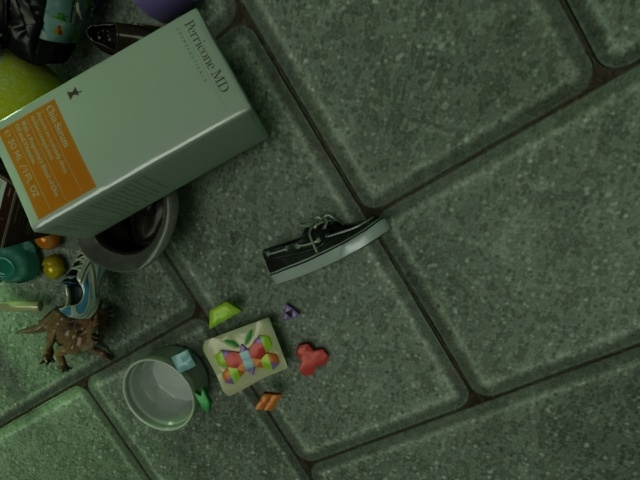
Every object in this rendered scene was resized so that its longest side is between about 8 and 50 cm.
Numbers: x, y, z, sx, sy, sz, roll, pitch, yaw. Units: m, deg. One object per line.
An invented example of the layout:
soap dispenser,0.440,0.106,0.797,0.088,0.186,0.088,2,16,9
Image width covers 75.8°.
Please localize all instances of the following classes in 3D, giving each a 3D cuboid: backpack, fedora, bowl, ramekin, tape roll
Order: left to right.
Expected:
bowl,-0.708,-0.323,0.870,0.289,0.290,0.156,11,145,11
backpack,-0.572,-0.591,0.823,0.290,0.273,0.356,36,129,6
fedora,-0.425,-0.069,0.963,0.243,0.124,0.276,9,93,9
tape roll,-0.328,-0.530,0.790,0.080,0.189,0.189,-26,96,18
ramekin,-0.398,0.378,1.083,0.207,0.109,0.207,3,104,13

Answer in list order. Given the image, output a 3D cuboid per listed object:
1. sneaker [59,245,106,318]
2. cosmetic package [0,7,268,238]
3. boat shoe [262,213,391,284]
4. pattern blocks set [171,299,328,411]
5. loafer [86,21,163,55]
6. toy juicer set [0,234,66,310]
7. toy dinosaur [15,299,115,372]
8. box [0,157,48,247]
sneaker,-0.586,0.074,1.022,0.085,0.086,0.238,-12,66,18
cosmetic package,-0.362,-0.212,0.812,0.453,0.161,0.230,-30,83,1
boat shoe,0.002,-0.001,0.887,0.306,0.113,0.105,-25,91,34
pattern blocks set,-0.176,0.279,0.990,0.324,0.026,0.286,-36,94,1
loafer,-0.408,-0.429,0.894,0.219,0.078,0.080,7,106,13
toy juicer set,-0.808,0.072,1.130,0.209,0.089,0.329,20,107,-11
toy dinosaur,-0.669,0.232,1.109,0.295,0.127,0.201,15,107,14
box,-0.719,-0.113,0.988,0.168,0.203,0.167,31,109,5
